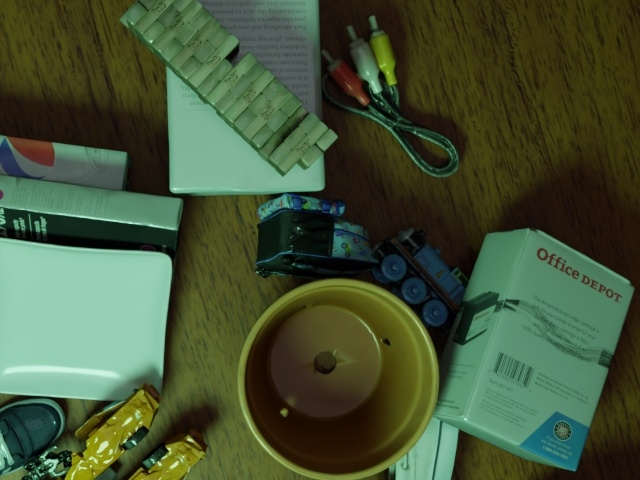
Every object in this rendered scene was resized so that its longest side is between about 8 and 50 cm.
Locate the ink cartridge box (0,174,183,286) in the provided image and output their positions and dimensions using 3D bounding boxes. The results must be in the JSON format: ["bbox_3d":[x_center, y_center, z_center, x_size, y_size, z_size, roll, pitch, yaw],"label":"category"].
[{"bbox_3d":[-0.394,-0.019,1.515,0.371,0.175,0.069,9,58,-5],"label":"ink cartridge box"}]

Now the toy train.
[{"bbox_3d":[0.163,0.060,1.629,0.105,0.080,0.184,-43,93,-13],"label":"toy train"}]

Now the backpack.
[{"bbox_3d":[0.000,0.000,1.572,0.173,0.158,0.116,6,79,-21],"label":"backpack"}]

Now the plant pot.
[{"bbox_3d":[0.018,0.198,1.549,0.291,0.203,0.290,0,90,-6],"label":"plant pot"}]

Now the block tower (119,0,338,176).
[{"bbox_3d":[-0.129,-0.226,1.422,0.335,0.097,0.091,43,86,-4],"label":"block tower"}]

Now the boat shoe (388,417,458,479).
[{"bbox_3d":[0.110,0.423,1.596,0.157,0.136,0.367,11,86,-6],"label":"boat shoe"}]

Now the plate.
[{"bbox_3d":[-0.369,0.118,1.539,0.278,0.045,0.277,5,118,-7],"label":"plate"}]

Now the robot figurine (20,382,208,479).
[{"bbox_3d":[-0.323,0.366,1.561,0.291,0.085,0.211,-42,95,5],"label":"robot figurine"}]

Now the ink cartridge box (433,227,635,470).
[{"bbox_3d":[0.322,0.165,1.570,0.223,0.129,0.307,27,76,-21],"label":"ink cartridge box"}]

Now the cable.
[{"bbox_3d":[0.104,-0.204,1.620,0.139,0.072,0.287,-35,94,1],"label":"cable"}]

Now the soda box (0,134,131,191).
[{"bbox_3d":[-0.436,-0.107,1.549,0.286,0.098,0.091,8,90,-6],"label":"soda box"}]

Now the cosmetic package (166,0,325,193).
[{"bbox_3d":[-0.119,-0.296,1.549,0.230,0.161,0.453,-1,91,-6],"label":"cosmetic package"}]

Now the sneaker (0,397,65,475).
[{"bbox_3d":[-0.518,0.328,1.515,0.282,0.153,0.099,-24,94,-6],"label":"sneaker"}]
